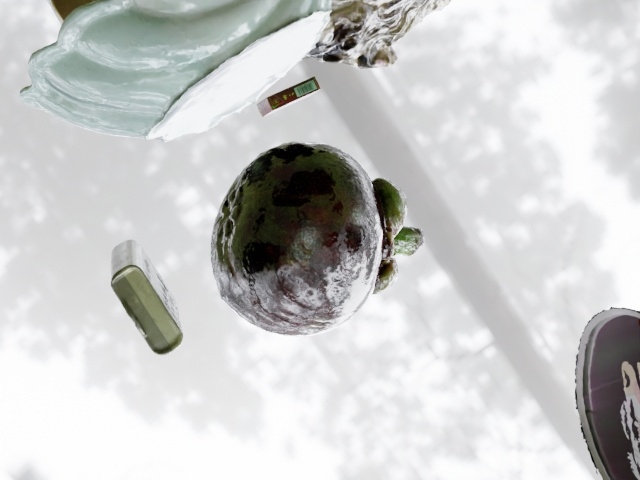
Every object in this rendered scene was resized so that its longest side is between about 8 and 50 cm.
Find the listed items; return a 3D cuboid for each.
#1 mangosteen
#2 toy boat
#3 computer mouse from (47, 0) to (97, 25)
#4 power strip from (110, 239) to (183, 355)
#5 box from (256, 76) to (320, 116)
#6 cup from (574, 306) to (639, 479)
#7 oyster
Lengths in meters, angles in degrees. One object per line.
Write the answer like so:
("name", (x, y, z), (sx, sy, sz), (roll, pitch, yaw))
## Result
("mangosteen", (-0.011, 0.005, 2.103), (0.216, 0.216, 0.216), (-25, -149, 17))
("toy boat", (-0.088, -0.153, 1.467), (0.290, 0.100, 0.199), (-38, 167, 24))
("computer mouse", (-0.206, -0.222, 2.157), (0.056, 0.245, 0.126), (9, -125, 44))
("power strip", (-0.172, 0.051, 1.926), (0.034, 0.092, 0.268), (-33, -172, -1))
("box", (-0.046, -0.206, 2.809), (0.082, 0.023, 0.051), (-26, -179, -21))
("cup", (0.364, 0.103, 1.482), (0.288, 0.203, 0.203), (-17, -157, -23))
("oyster", (-0.041, -0.207, 1.918), (0.361, 0.096, 0.221), (-14, -164, -37))
